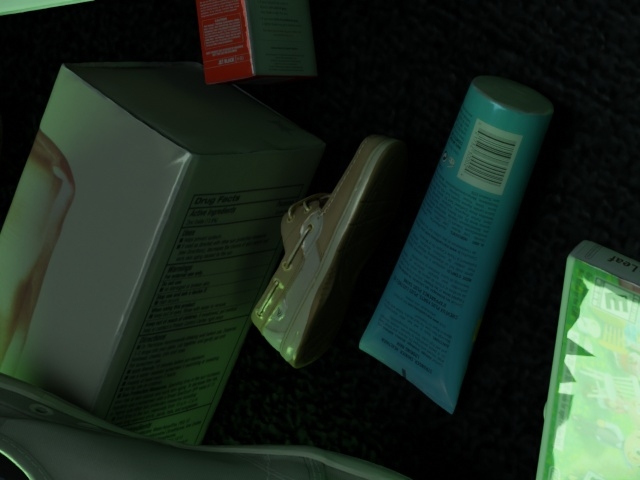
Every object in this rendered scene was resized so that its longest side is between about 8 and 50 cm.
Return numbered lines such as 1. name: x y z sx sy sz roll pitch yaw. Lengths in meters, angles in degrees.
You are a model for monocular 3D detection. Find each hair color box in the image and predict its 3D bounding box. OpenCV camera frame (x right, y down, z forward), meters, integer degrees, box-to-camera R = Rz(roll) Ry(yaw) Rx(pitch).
1. hair color box: -0.046 -0.173 1.287 0.043 0.072 0.141 -7 89 36

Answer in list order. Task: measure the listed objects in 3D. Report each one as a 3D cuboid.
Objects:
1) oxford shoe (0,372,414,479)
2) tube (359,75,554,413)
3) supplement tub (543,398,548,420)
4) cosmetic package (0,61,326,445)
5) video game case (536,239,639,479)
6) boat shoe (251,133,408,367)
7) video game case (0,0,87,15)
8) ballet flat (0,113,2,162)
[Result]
1. oxford shoe: -0.087 0.195 1.203 0.449 0.130 0.169 17 109 -2
2. tube: 0.084 0.001 1.224 0.080 0.052 0.207 37 119 33
3. supplement tub: 0.185 0.081 1.140 0.071 0.071 0.107 47 118 24
4. cosmetic package: -0.133 0.039 1.319 0.129 0.153 0.296 35 111 28
5. video game case: 0.207 0.121 1.054 0.193 0.023 0.212 25 133 26
6. boat shoe: 0.000 0.000 1.273 0.059 0.063 0.170 35 114 23
7. video game case: -0.205 -0.268 1.425 0.183 0.023 0.201 -4 91 36
8. ballet flat: -0.315 -0.077 1.505 0.206 0.073 0.067 2 68 33
